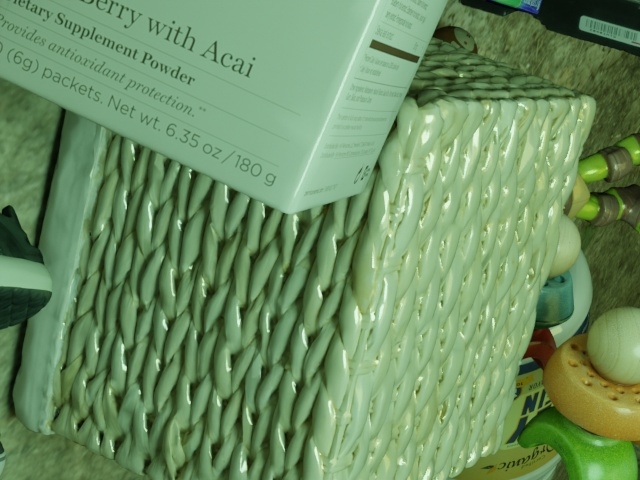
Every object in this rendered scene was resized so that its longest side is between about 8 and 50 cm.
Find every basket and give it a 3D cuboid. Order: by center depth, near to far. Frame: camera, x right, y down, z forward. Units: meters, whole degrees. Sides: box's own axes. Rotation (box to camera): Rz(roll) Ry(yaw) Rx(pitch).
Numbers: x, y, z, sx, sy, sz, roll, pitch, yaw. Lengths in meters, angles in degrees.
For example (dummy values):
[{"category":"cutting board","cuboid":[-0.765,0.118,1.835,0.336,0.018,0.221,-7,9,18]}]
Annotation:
[{"category":"basket","cuboid":[0.000,0.000,0.908,0.328,0.266,0.331,-12,119,-58]}]

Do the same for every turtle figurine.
[{"category":"turtle figurine","cuboid":[0.224,-0.033,1.177,0.217,0.087,0.269,-8,117,-24]}]

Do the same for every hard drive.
[{"category":"hard drive","cuboid":[0.331,-0.306,1.315,0.339,0.237,0.064,-39,142,-43]}]

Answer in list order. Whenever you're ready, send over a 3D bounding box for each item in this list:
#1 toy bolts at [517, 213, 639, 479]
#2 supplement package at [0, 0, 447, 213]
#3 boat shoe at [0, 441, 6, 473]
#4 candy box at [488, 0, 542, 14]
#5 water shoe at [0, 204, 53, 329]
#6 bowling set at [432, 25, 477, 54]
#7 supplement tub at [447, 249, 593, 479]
[{"category":"toy bolts","cuboid":[0.236,0.077,1.045,0.218,0.228,0.158,-10,129,-34]},{"category":"supplement package","cuboid":[-0.014,-0.184,0.605,0.293,0.177,0.175,-67,170,10]},{"category":"boat shoe","cuboid":[-0.252,0.086,0.721,0.076,0.080,0.228,-62,146,-8]},{"category":"candy box","cuboid":[0.134,-0.368,1.029,0.268,0.122,0.317,-4,112,-59]},{"category":"water shoe","cuboid":[-0.231,-0.001,0.694,0.073,0.080,0.203,-31,157,11]},{"category":"bowling set","cuboid":[0.154,-0.098,1.238,0.287,0.154,0.200,-39,142,-44]},{"category":"supplement tub","cuboid":[0.177,0.137,1.380,0.228,0.228,0.316,-48,147,-34]}]
